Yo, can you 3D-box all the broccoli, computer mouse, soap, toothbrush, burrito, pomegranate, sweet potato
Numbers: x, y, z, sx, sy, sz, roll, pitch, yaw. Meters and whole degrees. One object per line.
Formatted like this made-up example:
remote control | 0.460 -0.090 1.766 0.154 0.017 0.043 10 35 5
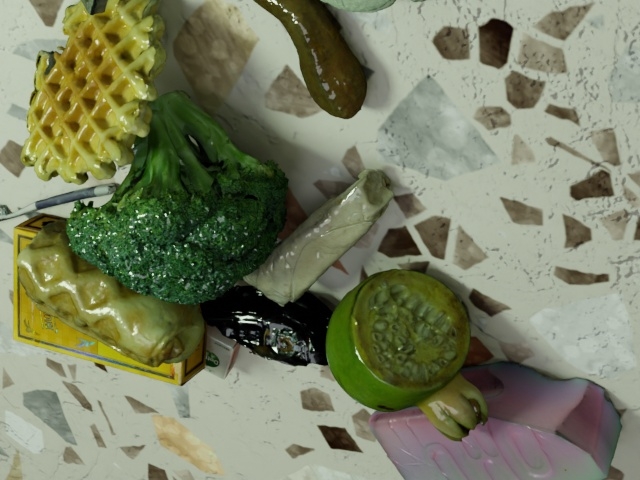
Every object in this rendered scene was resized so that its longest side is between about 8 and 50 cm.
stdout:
broccoli | -0.188 -0.047 1.821 0.308 0.307 0.275 -29 78 44
computer mouse | -0.061 0.110 1.992 0.241 0.146 0.078 17 108 17
soap | 0.253 0.274 1.967 0.323 0.109 0.193 -14 122 37
toothbrush | -0.414 -0.059 2.112 0.288 0.024 0.026 -10 109 38
burrito | 0.000 0.000 1.859 0.082 0.059 0.275 28 129 -27
pomegranate | 0.119 0.155 1.886 0.240 0.190 0.159 21 151 -9
sweet potato | -0.014 -0.243 1.677 0.081 0.062 0.233 -17 116 42

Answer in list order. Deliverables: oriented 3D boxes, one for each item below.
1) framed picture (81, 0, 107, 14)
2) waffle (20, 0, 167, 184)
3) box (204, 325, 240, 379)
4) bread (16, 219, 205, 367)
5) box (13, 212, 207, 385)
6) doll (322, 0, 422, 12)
framed picture | -0.273 -0.444 1.544 0.247 0.022 0.335 59 150 16
waffle | -0.289 -0.199 1.762 0.250 0.261 0.056 -6 161 42
box | -0.187 0.151 2.157 0.125 0.043 0.089 26 138 8
bread | -0.287 0.083 1.951 0.267 0.152 0.130 27 104 14
box | -0.319 0.087 2.098 0.301 0.084 0.193 12 111 20
doll | 0.034 -0.311 1.577 0.214 0.071 0.104 15 114 30
